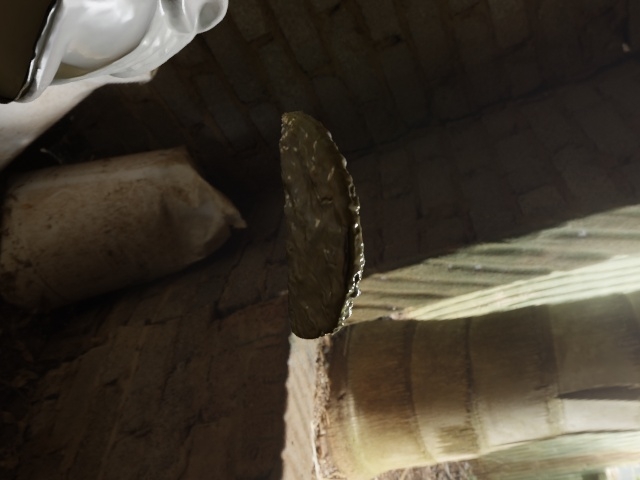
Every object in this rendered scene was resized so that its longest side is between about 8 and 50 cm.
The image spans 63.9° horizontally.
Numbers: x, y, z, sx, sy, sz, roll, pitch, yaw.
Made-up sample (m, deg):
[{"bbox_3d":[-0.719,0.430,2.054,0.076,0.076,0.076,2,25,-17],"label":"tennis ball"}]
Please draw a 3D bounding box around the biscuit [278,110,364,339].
[{"bbox_3d":[0.002,-0.003,0.517,0.032,0.133,0.250,-10,105,-30],"label":"biscuit"}]

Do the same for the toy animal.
[{"bbox_3d":[-0.200,-0.234,0.450,0.194,0.257,0.357,48,16,-8],"label":"toy animal"}]
